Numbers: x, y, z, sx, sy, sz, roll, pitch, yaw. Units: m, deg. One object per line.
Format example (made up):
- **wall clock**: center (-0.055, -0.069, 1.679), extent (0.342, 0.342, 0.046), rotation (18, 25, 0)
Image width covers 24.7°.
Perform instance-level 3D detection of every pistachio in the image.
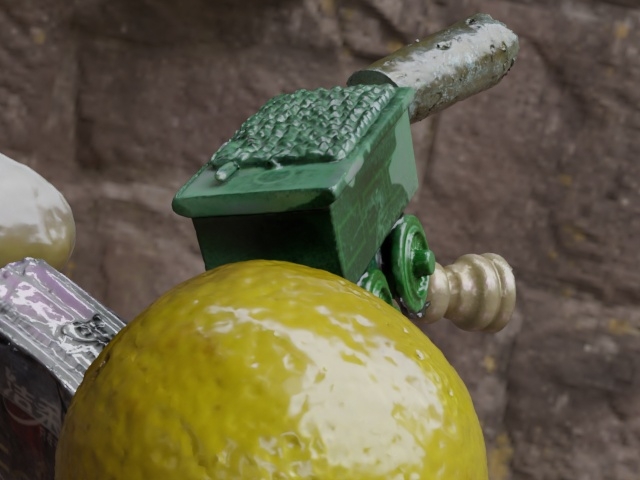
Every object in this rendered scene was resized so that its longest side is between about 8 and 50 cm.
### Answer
- **pistachio**: center (-0.415, -0.017, 1.606), extent (0.288, 0.197, 0.166), rotation (-3, 10, -37)

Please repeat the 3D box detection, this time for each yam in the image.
- **yam**: center (0.112, -0.163, 1.416), extent (0.179, 0.078, 0.078), rotation (-28, 34, -35)

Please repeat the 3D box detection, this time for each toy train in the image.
- **toy train**: center (0.000, 0.000, 1.183), extent (0.145, 0.202, 0.266), rotation (-3, 24, 20)

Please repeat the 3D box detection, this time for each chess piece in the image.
- **chess piece**: center (0.129, 0.058, 1.671), extent (0.170, 0.094, 0.094), rotation (3, 14, -27)

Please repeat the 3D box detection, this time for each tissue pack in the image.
- **tissue pack**: center (-0.208, 0.219, 1.298), extent (0.259, 0.361, 0.122), rotation (33, 47, 30)

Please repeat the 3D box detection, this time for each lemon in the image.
- **lemon**: center (-0.029, 0.148, 0.926), extent (0.293, 0.293, 0.293), rotation (12, 11, -2)
